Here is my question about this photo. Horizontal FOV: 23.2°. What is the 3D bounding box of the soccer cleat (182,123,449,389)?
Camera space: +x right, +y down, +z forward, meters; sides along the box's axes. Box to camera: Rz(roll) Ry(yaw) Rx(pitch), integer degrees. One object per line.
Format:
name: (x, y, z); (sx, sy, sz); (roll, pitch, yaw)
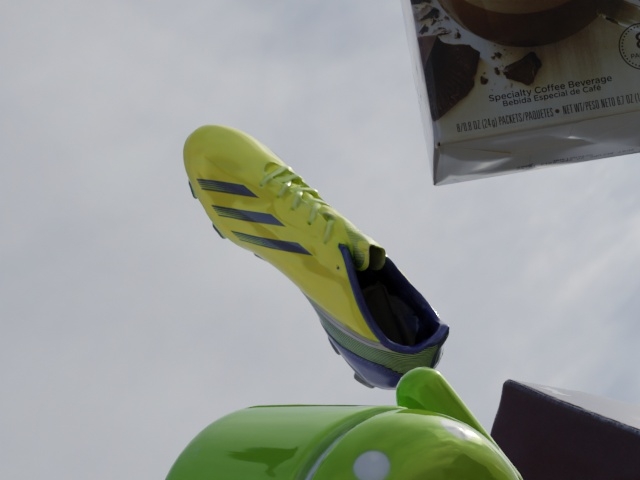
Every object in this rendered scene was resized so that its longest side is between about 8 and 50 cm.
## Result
soccer cleat: (0.001, 0.000, 1.314); (0.093, 0.289, 0.121); (-39, -5, -34)

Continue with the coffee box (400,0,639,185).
coffee box: (0.137, -0.206, 1.122); (0.168, 0.297, 0.119); (-10, -14, 1)

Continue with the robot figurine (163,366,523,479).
robot figurine: (0.004, 0.073, 0.377); (0.101, 0.115, 0.067); (-23, -81, -36)

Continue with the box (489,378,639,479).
box: (0.206, 0.217, 1.023); (0.168, 0.167, 0.203); (12, -87, -33)
